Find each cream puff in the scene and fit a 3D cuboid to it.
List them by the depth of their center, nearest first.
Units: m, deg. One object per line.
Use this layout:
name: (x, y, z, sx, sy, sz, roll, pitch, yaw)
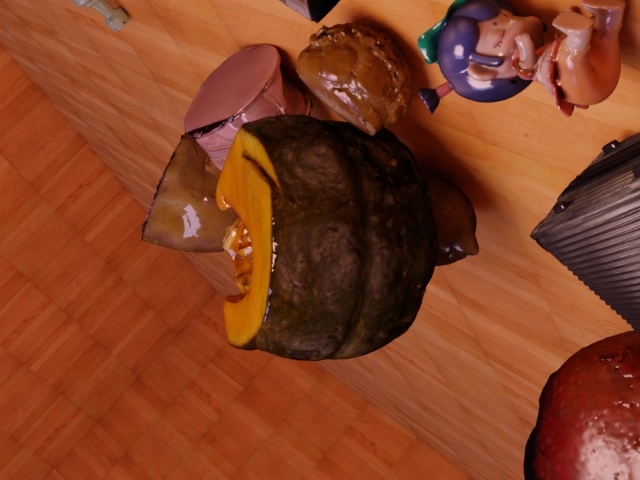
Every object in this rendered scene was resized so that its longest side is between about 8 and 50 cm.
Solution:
cream puff: (0.047, -0.193, 1.038, 0.144, 0.103, 0.126, 42, 180, 3)

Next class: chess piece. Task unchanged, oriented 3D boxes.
chess piece: (-0.405, -0.436, 1.653, 0.103, 0.067, 0.067, 41, 170, -38)

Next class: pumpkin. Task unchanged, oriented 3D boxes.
pumpkin: (0.000, 0.000, 1.115, 0.256, 0.225, 0.303, -16, 82, 61)

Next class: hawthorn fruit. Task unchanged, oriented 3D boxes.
hawthorn fruit: (0.377, 0.237, 1.019, 0.316, 0.316, 0.316, 39, 166, 12)

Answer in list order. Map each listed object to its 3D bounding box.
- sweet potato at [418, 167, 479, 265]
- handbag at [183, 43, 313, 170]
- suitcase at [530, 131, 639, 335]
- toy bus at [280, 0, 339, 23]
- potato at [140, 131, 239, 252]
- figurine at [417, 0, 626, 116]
sweet potato: (0.098, -0.049, 1.292, 0.130, 0.130, 0.422, 49, 168, -25)
handbag: (-0.107, -0.187, 1.336, 0.205, 0.179, 0.116, -8, 140, 47)
suitcase: (0.328, -0.004, 0.777, 0.202, 0.128, 0.312, 43, 166, -2)
toy bus: (-0.039, -0.363, 0.785, 0.092, 0.093, 0.409, 36, 164, 26)
potato: (-0.226, -0.082, 1.921, 0.237, 0.301, 0.289, 24, -158, -7)
figurine: (0.169, -0.161, 0.783, 0.195, 0.111, 0.102, 27, 140, 48)
